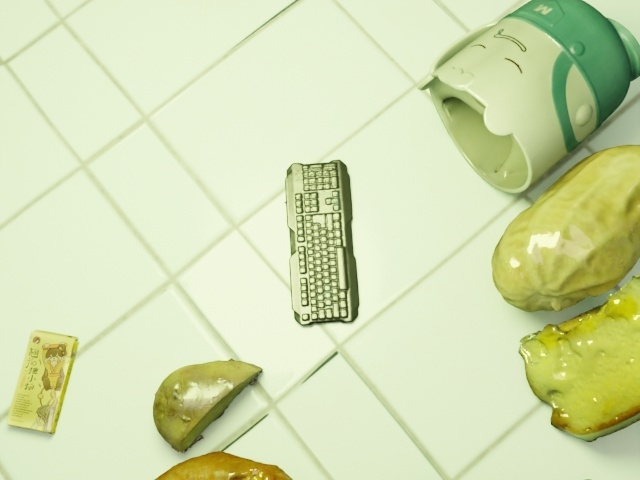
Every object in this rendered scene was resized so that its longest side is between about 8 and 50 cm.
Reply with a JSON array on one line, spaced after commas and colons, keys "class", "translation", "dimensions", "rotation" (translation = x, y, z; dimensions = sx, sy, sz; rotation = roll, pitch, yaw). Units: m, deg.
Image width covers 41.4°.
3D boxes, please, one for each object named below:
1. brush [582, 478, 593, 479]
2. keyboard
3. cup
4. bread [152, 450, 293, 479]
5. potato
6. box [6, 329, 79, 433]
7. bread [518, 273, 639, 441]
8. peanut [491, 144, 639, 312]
[{"class": "brush", "translation": [0.377, 0.470, 1.118], "dimensions": [0.060, 0.068, 0.297], "rotation": [8, 77, -16]}, {"class": "keyboard", "translation": [0.000, 0.000, 1.305], "dimensions": [0.106, 0.016, 0.262], "rotation": [-5, 73, 3]}, {"class": "cup", "translation": [0.292, -0.237, 1.266], "dimensions": [0.257, 0.219, 0.289], "rotation": [-39, 42, -8]}, {"class": "bread", "translation": [-0.129, 0.421, 1.069], "dimensions": [0.312, 0.172, 0.312], "rotation": [-14, 49, 17]}, {"class": "potato", "translation": [-0.177, 0.213, 1.218], "dimensions": [0.172, 0.089, 0.100], "rotation": [-43, 72, -7]}, {"class": "box", "translation": [-0.417, 0.211, 1.274], "dimensions": [0.073, 0.020, 0.149], "rotation": [8, 74, 7]}, {"class": "bread", "translation": [0.413, 0.157, 1.169], "dimensions": [0.133, 0.251, 0.174], "rotation": [-10, 64, -44]}, {"class": "peanut", "translation": [0.387, -0.028, 1.205], "dimensions": [0.340, 0.174, 0.158], "rotation": [-45, 105, -12]}]
